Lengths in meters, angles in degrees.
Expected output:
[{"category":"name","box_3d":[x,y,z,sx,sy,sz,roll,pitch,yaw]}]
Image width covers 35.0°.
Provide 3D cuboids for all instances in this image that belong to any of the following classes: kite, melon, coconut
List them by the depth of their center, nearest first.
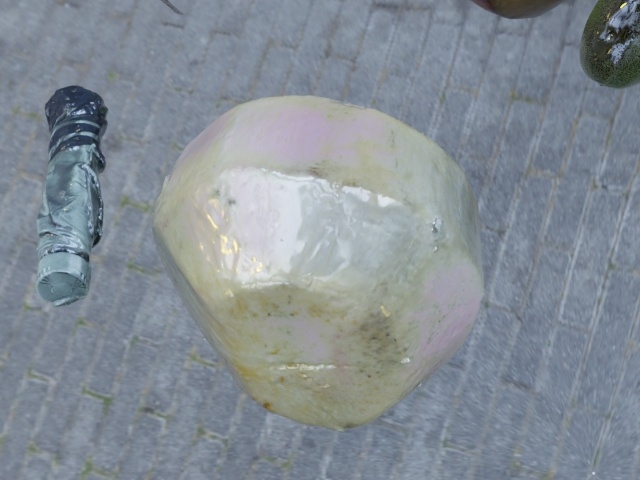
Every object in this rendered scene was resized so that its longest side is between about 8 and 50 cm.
[{"category":"coconut","box_3d":[0.000,0.000,0.702,0.237,0.237,0.197,51,133,19]},{"category":"kite","box_3d":[-0.169,-0.252,1.036,0.078,0.044,0.002,39,87,-2]},{"category":"melon","box_3d":[0.355,-0.246,1.143,0.099,0.099,0.162,37,119,19]}]

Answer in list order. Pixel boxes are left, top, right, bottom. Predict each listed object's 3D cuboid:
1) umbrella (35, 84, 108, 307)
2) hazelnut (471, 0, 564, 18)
[{"category":"umbrella","box_3d":[-0.163,-0.033,0.677,0.046,0.050,0.188,-16,45,5]},{"category":"hazelnut","box_3d":[0.251,-0.377,1.295,0.210,0.210,0.186,-29,94,7]}]
